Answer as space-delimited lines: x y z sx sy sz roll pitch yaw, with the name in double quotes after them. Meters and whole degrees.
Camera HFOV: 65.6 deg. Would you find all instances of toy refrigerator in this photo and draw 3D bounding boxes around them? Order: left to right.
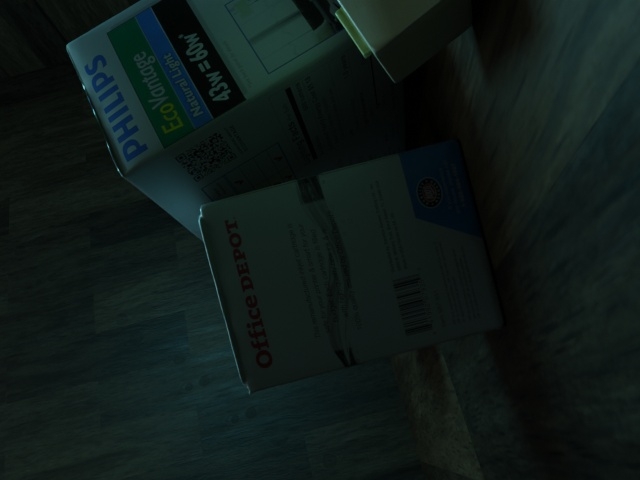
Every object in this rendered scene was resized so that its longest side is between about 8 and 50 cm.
0.014 -0.276 0.424 0.270 0.094 0.102 57 -163 6 "toy refrigerator"

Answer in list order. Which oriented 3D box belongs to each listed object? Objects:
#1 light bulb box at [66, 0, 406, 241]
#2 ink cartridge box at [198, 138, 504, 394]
-0.083 -0.189 0.730 0.225 0.360 0.358 59 179 22 "light bulb box"
0.034 0.028 0.618 0.129 0.307 0.223 -112 8 -88 "ink cartridge box"
